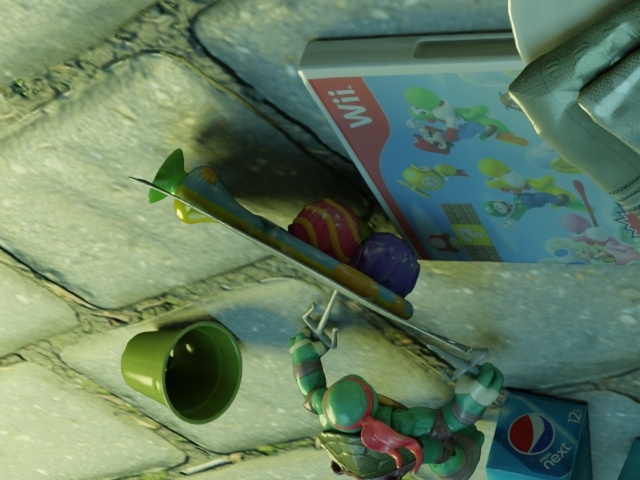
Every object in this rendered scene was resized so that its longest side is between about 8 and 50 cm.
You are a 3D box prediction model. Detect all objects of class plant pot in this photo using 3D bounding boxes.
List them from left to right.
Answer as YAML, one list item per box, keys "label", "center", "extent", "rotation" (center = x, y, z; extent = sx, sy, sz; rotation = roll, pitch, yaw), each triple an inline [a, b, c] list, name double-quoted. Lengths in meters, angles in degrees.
- label: "plant pot"
  center: [-0.120, 0.103, 1.336]
  extent: [0.079, 0.083, 0.083]
  rotation: [6, 150, 47]

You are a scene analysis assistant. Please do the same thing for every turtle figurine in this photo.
- label: "turtle figurine"
  center: [0.045, 0.127, 1.235]
  extent: [0.175, 0.118, 0.234]
  rotation: [20, 163, 23]

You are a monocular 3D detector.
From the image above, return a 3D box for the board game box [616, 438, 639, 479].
- label: "board game box"
  center: [0.396, 0.245, 1.157]
  extent: [0.254, 0.079, 0.336]
  rotation: [31, 168, -20]

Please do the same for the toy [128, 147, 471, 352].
- label: "toy"
  center: [0.000, 0.000, 1.077]
  extent: [0.237, 0.056, 0.137]
  rotation: [25, 180, 8]

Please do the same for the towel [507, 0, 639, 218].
- label: "towel"
  center: [0.287, -0.030, 0.662]
  extent: [0.312, 0.056, 0.324]
  rotation: [34, 142, -26]

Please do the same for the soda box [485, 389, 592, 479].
- label: "soda box"
  center: [0.180, 0.204, 1.322]
  extent: [0.067, 0.071, 0.210]
  rotation: [9, 149, 17]

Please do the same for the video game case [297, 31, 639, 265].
- label: "video game case"
  center: [0.151, -0.049, 0.961]
  extent: [0.285, 0.025, 0.204]
  rotation: [1, 146, 29]

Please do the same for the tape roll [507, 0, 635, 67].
- label: "tape roll"
  center: [0.225, -0.123, 0.688]
  extent: [0.286, 0.100, 0.286]
  rotation: [9, 145, 7]
